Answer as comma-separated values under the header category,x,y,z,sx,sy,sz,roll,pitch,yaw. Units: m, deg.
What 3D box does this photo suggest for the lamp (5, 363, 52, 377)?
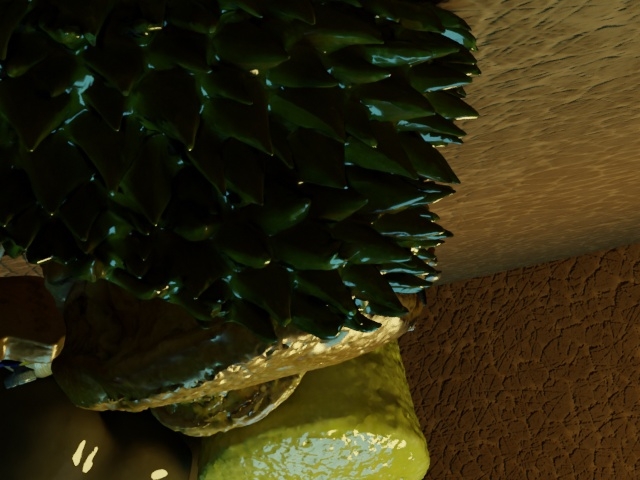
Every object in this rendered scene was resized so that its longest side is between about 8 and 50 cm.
category,x,y,z,sx,sy,sz,roll,pitch,yaw
lamp,-0.464,0.152,1.730,0.193,0.106,0.106,-1,175,5

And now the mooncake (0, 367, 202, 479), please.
category,x,y,z,sx,sy,sz,roll,pitch,yaw
mooncake,-0.410,0.335,1.922,0.467,0.262,0.467,27,-177,-2

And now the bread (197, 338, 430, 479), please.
category,x,y,z,sx,sy,sz,roll,pitch,yaw
bread,-0.013,0.255,1.795,0.348,0.307,0.348,-1,146,-1

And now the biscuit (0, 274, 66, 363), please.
category,x,y,z,sx,sy,sz,roll,pitch,yaw
biscuit,-0.350,0.068,1.055,0.249,0.035,0.184,1,-155,-19

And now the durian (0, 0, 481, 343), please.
category,x,y,z,sx,sy,sz,roll,pitch,yaw
durian,-0.064,-0.063,0.536,0.394,0.163,0.198,0,-152,-38

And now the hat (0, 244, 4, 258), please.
category,x,y,z,sx,sy,sz,roll,pitch,yaw
hat,-0.326,0.023,0.943,0.146,0.067,0.146,-51,176,-5

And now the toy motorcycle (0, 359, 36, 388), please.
category,x,y,z,sx,sy,sz,roll,pitch,yaw
toy motorcycle,-0.356,0.116,1.503,0.169,0.113,0.315,-20,179,13

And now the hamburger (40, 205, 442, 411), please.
category,x,y,z,sx,sy,sz,roll,pitch,yaw
hamburger,-0.058,0.031,0.913,0.314,0.170,0.290,-6,176,-44

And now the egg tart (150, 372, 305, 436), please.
category,x,y,z,sx,sy,sz,roll,pitch,yaw
egg tart,-0.144,0.138,1.652,0.294,0.294,0.123,-13,138,27

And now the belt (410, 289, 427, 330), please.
category,x,y,z,sx,sy,sz,roll,pitch,yaw
belt,0.069,0.100,1.947,0.218,0.128,0.122,-9,179,-4
